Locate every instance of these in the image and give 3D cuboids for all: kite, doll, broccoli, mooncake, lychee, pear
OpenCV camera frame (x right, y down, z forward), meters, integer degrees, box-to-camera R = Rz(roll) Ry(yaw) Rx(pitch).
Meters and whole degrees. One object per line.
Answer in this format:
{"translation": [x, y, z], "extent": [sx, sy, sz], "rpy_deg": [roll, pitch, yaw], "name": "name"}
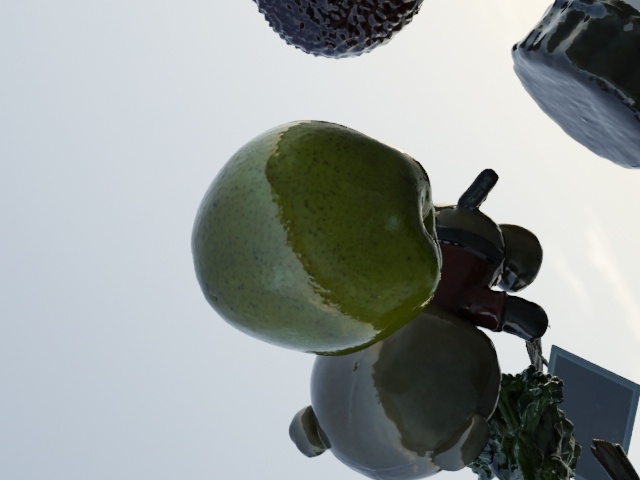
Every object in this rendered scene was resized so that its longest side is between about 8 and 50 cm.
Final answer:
{"translation": [0.338, 0.177, 2.042], "extent": [0.160, 0.010, 0.183], "rpy_deg": [45, -140, -53], "name": "kite"}
{"translation": [0.107, 0.088, 1.332], "extent": [0.174, 0.235, 0.330], "rpy_deg": [53, -131, -42], "name": "doll"}
{"translation": [0.218, 0.257, 1.365], "extent": [0.304, 0.145, 0.165], "rpy_deg": [-104, -7, -65], "name": "broccoli"}
{"translation": [0.342, -0.194, 1.549], "extent": [0.228, 0.124, 0.228], "rpy_deg": [39, 174, 5], "name": "mooncake"}
{"translation": [0.026, -0.371, 1.716], "extent": [0.260, 0.260, 0.260], "rpy_deg": [50, -157, -30], "name": "lychee"}
{"translation": [0.000, -0.001, 1.040], "extent": [0.198, 0.198, 0.198], "rpy_deg": [50, -157, -30], "name": "pear"}

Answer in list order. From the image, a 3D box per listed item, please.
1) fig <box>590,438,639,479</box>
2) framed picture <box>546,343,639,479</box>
{"translation": [0.348, 0.349, 1.250], "extent": [0.286, 0.286, 0.369], "rpy_deg": [33, -162, -54], "name": "fig"}
{"translation": [0.357, 0.245, 1.766], "extent": [0.011, 0.142, 0.183], "rpy_deg": [-20, -56, -42], "name": "framed picture"}
